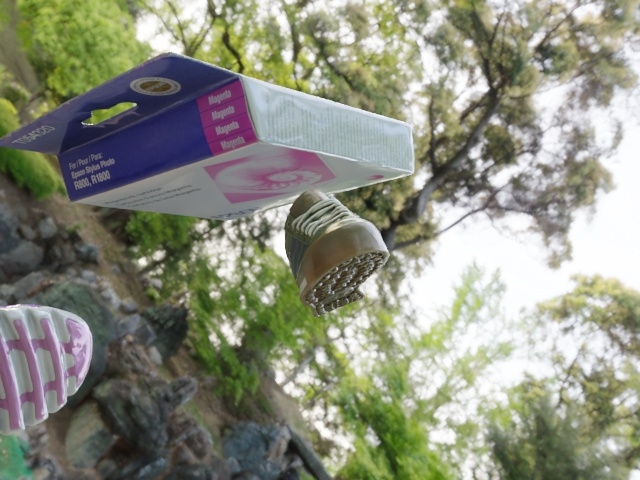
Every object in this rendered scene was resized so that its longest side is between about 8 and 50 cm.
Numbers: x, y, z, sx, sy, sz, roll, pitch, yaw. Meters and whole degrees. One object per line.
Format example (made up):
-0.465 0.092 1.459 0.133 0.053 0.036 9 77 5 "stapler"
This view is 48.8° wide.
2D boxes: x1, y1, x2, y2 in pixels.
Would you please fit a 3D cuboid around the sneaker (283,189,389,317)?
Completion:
0.000 0.000 0.531 0.192 0.064 0.086 95 -27 -75 "sneaker"

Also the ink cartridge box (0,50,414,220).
-0.122 -0.087 0.766 0.324 0.330 0.071 -10 -99 42 "ink cartridge box"

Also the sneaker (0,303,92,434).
-0.276 0.087 0.470 0.104 0.236 0.095 23 -62 46 "sneaker"
